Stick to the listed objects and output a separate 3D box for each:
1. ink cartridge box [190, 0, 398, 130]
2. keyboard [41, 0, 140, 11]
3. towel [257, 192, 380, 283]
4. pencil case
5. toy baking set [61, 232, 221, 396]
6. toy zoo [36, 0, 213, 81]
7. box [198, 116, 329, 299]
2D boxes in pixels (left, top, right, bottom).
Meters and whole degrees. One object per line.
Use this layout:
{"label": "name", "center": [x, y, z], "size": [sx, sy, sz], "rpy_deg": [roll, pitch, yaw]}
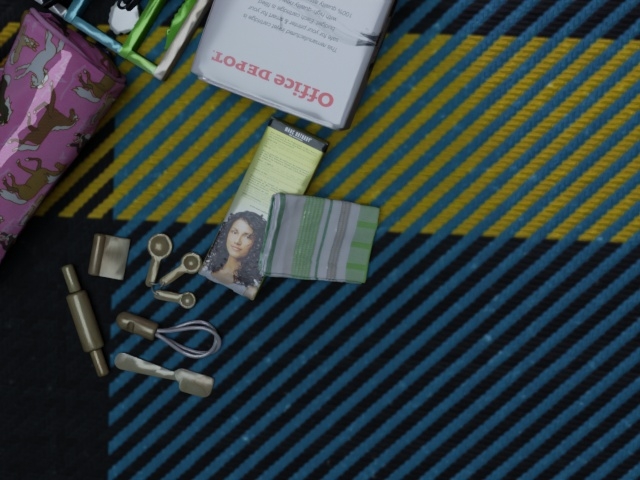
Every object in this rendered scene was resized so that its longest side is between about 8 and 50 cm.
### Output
{"label": "ink cartridge box", "center": [-0.014, -0.307, 1.347], "size": [0.211, 0.121, 0.289], "rpy_deg": [22, 97, 4]}
{"label": "keyboard", "center": [-0.229, -0.395, 1.359], "size": [0.317, 0.033, 0.201], "rpy_deg": [-31, 71, 8]}
{"label": "towel", "center": [0.000, 0.000, 1.388], "size": [0.152, 0.023, 0.113], "rpy_deg": [7, 105, -21]}
{"label": "pencil case", "center": [-0.419, -0.109, 1.388], "size": [0.160, 0.167, 0.386], "rpy_deg": [34, 97, -17]}
{"label": "toy baking set", "center": [-0.243, 0.106, 1.453], "size": [0.197, 0.030, 0.256], "rpy_deg": [-13, 94, 6]}
{"label": "toy zoo", "center": [-0.284, -0.370, 1.414], "size": [0.293, 0.030, 0.192], "rpy_deg": [33, 97, 2]}
{"label": "box", "center": [-0.074, -0.043, 1.410], "size": [0.087, 0.058, 0.232], "rpy_deg": [25, 96, 2]}
